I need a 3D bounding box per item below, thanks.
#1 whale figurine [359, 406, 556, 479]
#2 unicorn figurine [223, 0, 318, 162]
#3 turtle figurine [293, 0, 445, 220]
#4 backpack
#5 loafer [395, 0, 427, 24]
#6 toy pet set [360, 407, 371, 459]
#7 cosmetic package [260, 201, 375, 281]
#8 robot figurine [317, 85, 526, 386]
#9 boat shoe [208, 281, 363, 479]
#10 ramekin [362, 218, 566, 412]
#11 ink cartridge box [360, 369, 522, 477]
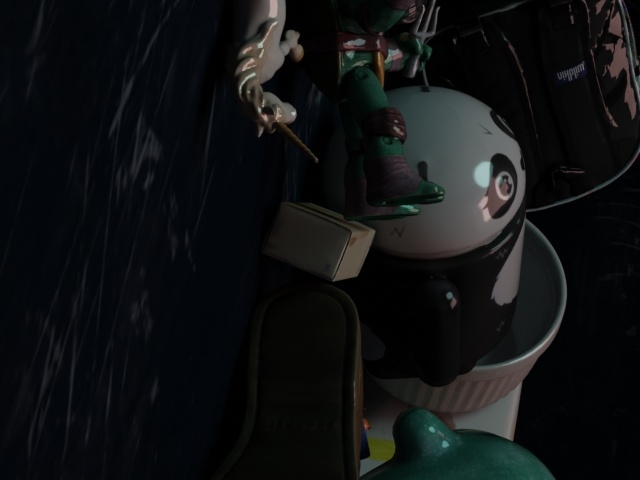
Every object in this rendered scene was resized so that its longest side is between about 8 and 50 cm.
[{"bbox_3d":[0.083,0.244,1.436,0.141,0.272,0.216,6,-88,61],"label":"whale figurine"},{"bbox_3d":[-0.032,-0.128,1.082,0.111,0.060,0.162,-35,117,-76],"label":"unicorn figurine"},{"bbox_3d":[0.039,-0.136,1.274,0.175,0.118,0.234,46,39,-82],"label":"turtle figurine"},{"bbox_3d":[0.212,-0.164,1.833,0.191,0.225,0.253,-102,171,-61],"label":"backpack"},{"bbox_3d":[0.082,-0.260,1.589,0.170,0.062,0.061,-72,162,-48],"label":"loafer"},{"bbox_3d":[0.020,0.177,1.503,0.122,0.065,0.114,-51,144,-39],"label":"toy pet set"},{"bbox_3d":[0.000,0.000,1.319,0.115,0.060,0.041,-7,119,-81],"label":"cosmetic package"},{"bbox_3d":[0.086,0.000,1.487,0.173,0.209,0.278,-34,145,-26],"label":"robot figurine"},{"bbox_3d":[-0.018,0.176,1.228,0.104,0.111,0.307,86,16,-48],"label":"boat shoe"},{"bbox_3d":[0.121,0.065,1.697,0.109,0.207,0.207,102,3,-53],"label":"ramekin"},{"bbox_3d":[0.089,0.294,1.759,0.384,0.160,0.279,-71,170,-49],"label":"ink cartridge box"}]
